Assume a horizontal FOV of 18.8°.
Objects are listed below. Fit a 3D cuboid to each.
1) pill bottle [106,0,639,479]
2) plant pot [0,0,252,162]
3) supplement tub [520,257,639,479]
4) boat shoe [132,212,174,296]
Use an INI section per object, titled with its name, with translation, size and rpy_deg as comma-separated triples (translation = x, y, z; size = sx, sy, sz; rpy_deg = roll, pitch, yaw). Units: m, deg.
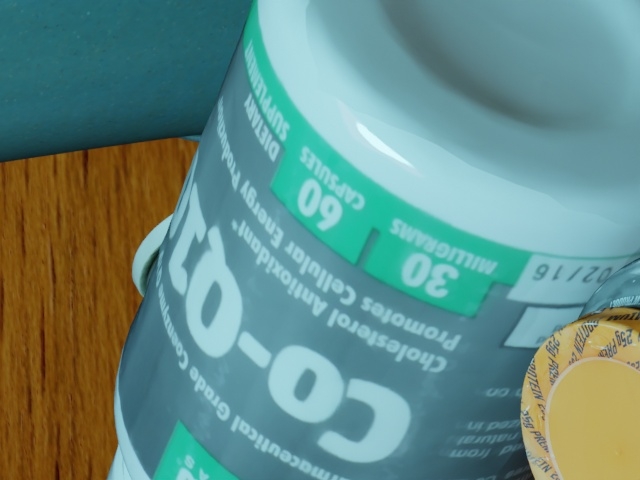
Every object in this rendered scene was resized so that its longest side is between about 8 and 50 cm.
[pill bottle]
translation = 0.024, 0.036, 0.857
size = 0.204, 0.204, 0.361
rpy_deg = 50, 139, 26
[plant pot]
translation = -0.148, -0.182, 0.986
size = 0.341, 0.334, 0.341
rpy_deg = 21, 119, 45
[supplement tub]
translation = 0.170, 0.047, 0.696
size = 0.117, 0.190, 0.117
rpy_deg = 25, 123, 44
[boat shoe]
translation = -0.004, 0.001, 1.062
size = 0.305, 0.109, 0.091
rpy_deg = -33, 73, 47
